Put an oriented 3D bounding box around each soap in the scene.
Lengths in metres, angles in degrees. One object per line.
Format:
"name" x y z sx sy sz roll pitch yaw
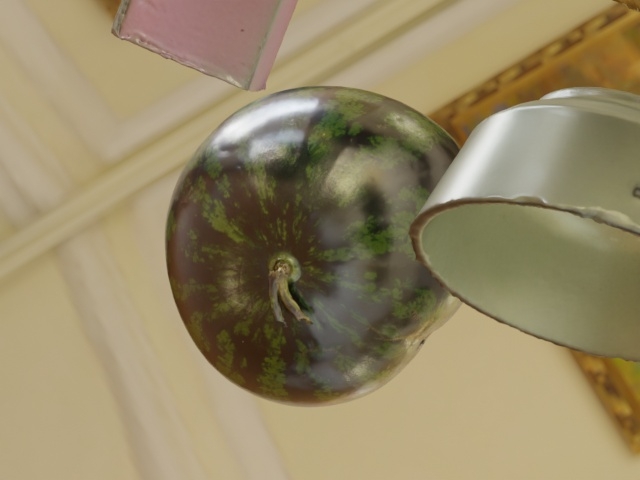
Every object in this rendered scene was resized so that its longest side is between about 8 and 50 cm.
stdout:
"soap" -0.106 -0.317 2.071 0.181 0.259 0.081 22 6 11

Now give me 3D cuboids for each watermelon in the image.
"watermelon" 0.002 -0.001 1.491 0.269 0.269 0.269 59 3 -6

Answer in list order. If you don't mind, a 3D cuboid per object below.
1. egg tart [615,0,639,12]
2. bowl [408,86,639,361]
"egg tart" 0.216 -0.258 0.962 0.290 0.290 0.115 60 -2 13
"bowl" 0.168 -0.017 1.110 0.211 0.211 0.112 55 49 -54
